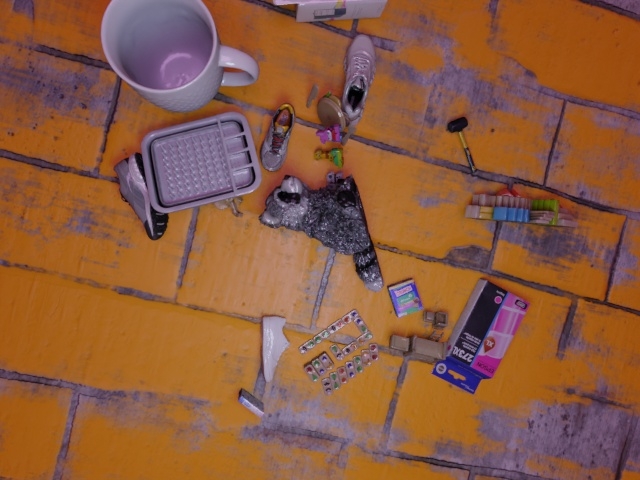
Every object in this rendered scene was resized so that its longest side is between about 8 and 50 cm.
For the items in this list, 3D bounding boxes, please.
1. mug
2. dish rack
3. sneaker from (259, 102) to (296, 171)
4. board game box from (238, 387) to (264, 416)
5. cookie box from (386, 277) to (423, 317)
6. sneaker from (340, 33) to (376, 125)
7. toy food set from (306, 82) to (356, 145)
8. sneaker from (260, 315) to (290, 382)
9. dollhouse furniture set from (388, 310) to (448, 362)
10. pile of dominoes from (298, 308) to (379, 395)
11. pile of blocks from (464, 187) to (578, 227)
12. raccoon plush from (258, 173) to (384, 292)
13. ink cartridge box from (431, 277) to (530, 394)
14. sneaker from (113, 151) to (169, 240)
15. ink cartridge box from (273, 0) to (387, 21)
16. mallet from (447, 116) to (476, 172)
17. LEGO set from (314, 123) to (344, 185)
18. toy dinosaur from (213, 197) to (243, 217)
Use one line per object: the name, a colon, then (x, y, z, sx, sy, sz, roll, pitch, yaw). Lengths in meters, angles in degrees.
mug: (-0.360, -0.497, 1.208, 0.375, 0.328, 0.275, 4, 91, -6)
dish rack: (-0.359, -0.231, 1.314, 0.333, 0.072, 0.285, -15, 74, -5)
sneaker: (-0.137, -0.328, 1.352, 0.088, 0.093, 0.225, 14, 91, -6)
board game box: (-0.221, 0.514, 1.367, 0.090, 0.090, 0.020, 38, 83, -5)
cookie box: (0.280, 0.190, 1.432, 0.092, 0.040, 0.107, -19, 92, -4)
sneaker: (0.121, -0.515, 1.362, 0.110, 0.118, 0.291, 9, 89, -4)
toy food set: (0.041, -0.398, 1.353, 0.038, 0.132, 0.192, -40, 88, -23)
sneaker: (-0.144, 0.350, 1.383, 0.094, 0.080, 0.212, 1, 90, -17)
dollhouse furniture set: (0.315, 0.304, 1.432, 0.182, 0.101, 0.160, 15, 66, -5)
pile of dominoes: (0.068, 0.376, 1.418, 0.251, 0.040, 0.195, -35, 94, -3)
pile of blocks: (0.661, -0.113, 1.407, 0.363, 0.149, 0.112, 5, 91, -5)
raccoon plush: (0.000, 0.000, 1.332, 0.300, 0.216, 0.445, -15, 99, 10)
ink cartridge box: (0.539, 0.330, 1.453, 0.176, 0.069, 0.370, 28, 91, -6)
sneaker: (-0.552, -0.127, 1.325, 0.108, 0.100, 0.271, -19, 90, 9)
ink cartridge box: (0.018, -0.812, 1.341, 0.354, 0.119, 0.206, -6, 93, -6)
mallet: (0.477, -0.315, 1.443, 0.063, 0.039, 0.189, -16, 97, -6)
LEGO set: (0.023, -0.278, 1.359, 0.093, 0.087, 0.227, 0, 135, 8)
toy dinosaur: (-0.312, -0.146, 1.361, 0.183, 0.053, 0.092, 35, 89, -5)
